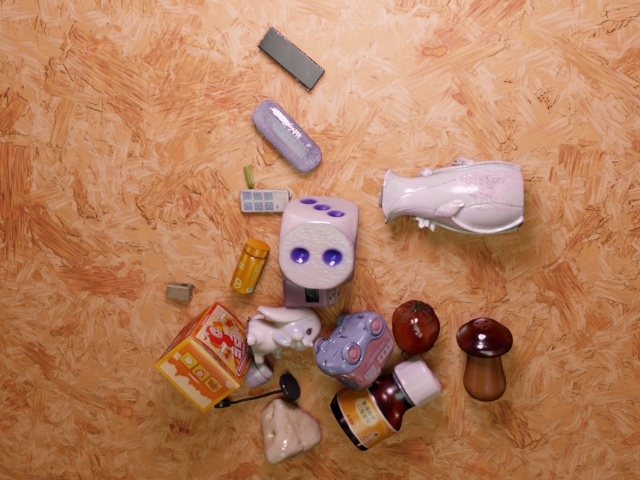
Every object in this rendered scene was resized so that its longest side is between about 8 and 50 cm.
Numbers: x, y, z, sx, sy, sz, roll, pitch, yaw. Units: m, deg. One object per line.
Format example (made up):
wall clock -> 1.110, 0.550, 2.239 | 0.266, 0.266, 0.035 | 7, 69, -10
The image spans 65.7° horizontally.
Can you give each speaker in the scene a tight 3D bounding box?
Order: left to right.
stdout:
speaker -> -0.094, -0.585, 1.600 | 0.218, 0.044, 0.082 | 37, 109, -6

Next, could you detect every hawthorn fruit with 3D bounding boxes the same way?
hawthorn fruit -> 0.337, 0.332, 1.801 | 0.181, 0.181, 0.235 | 13, 123, 2

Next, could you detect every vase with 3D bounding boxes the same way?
vase -> 0.412, -0.141, 1.597 | 0.444, 0.250, 0.250 | 2, 109, 11

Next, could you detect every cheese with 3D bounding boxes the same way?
cheese -> -0.115, 0.799, 1.984 | 0.247, 0.251, 0.174 | 33, 111, -21

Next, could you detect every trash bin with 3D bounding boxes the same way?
trash bin -> -0.546, 0.198, 1.920 | 0.092, 0.043, 0.061 | 7, 109, 6

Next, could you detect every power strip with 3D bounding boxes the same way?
power strip -> -0.197, -0.143, 1.767 | 0.191, 0.035, 0.082 | 1, 109, 7

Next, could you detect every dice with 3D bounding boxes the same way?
dice -> 0.000, 0.000, 1.675 | 0.251, 0.259, 0.243 | 3, 111, 5

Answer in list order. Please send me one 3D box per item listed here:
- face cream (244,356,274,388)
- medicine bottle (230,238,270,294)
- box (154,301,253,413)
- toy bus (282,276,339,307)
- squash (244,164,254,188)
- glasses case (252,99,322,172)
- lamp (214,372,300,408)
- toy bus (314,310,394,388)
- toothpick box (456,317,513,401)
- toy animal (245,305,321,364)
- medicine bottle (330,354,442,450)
face cream -> -0.248, 0.512, 1.946 | 0.104, 0.117, 0.117 | -36, 101, -1
medicine bottle -> -0.259, 0.098, 1.822 | 0.096, 0.096, 0.192 | 23, 111, -1
box -> -0.409, 0.424, 1.851 | 0.213, 0.283, 0.259 | -40, 100, 19
toy bus -> -0.034, 0.163, 1.792 | 0.202, 0.142, 0.142 | -1, 108, 7
squash -> -0.250, -0.225, 1.750 | 0.027, 0.027, 0.083 | -4, 108, 8
glasses case -> -0.112, -0.349, 1.670 | 0.109, 0.067, 0.282 | -43, 97, 15
lamp -> -0.263, 0.608, 2.017 | 0.370, 0.130, 0.109 | -12, 83, 24
toy bus -> 0.140, 0.405, 1.787 | 0.197, 0.294, 0.232 | -7, 124, 53
toothpick box -> 0.588, 0.423, 1.785 | 0.191, 0.192, 0.295 | -4, 113, 8
toy animal -> -0.149, 0.338, 1.845 | 0.289, 0.174, 0.249 | 4, 144, -19
medicine bottle -> 0.248, 0.587, 1.863 | 0.395, 0.242, 0.243 | -38, 101, 5
